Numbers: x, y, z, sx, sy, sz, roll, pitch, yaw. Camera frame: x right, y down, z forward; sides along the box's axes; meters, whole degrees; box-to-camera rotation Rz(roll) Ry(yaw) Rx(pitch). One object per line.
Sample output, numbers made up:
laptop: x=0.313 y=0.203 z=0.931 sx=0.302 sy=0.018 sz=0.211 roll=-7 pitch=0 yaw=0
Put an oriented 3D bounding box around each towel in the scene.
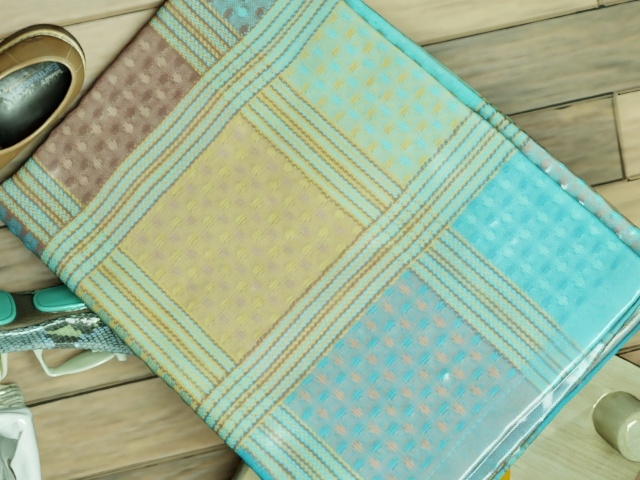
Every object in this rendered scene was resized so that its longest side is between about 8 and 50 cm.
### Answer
towel: x=0.000 y=0.000 z=1.145 sx=0.370 sy=0.040 sz=0.271 roll=42 pitch=92 yaw=15

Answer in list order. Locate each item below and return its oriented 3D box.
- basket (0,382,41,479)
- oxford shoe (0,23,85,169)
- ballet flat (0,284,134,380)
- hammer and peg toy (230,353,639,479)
basket: x=-0.267 y=0.159 z=1.195 sx=0.167 sy=0.103 sz=0.113 roll=-6 pitch=104 yaw=-9
oxford shoe: x=-0.239 y=-0.058 z=1.164 sx=0.212 sy=0.076 sz=0.076 roll=-42 pitch=109 yaw=4
ballet flat: x=-0.196 y=0.064 z=1.207 sx=0.188 sy=0.070 sz=0.070 roll=-5 pitch=104 yaw=-7
hammer and peg toy: x=0.131 y=0.174 z=1.259 sx=0.361 sy=0.127 sz=0.266 roll=26 pitch=96 yaw=-15
